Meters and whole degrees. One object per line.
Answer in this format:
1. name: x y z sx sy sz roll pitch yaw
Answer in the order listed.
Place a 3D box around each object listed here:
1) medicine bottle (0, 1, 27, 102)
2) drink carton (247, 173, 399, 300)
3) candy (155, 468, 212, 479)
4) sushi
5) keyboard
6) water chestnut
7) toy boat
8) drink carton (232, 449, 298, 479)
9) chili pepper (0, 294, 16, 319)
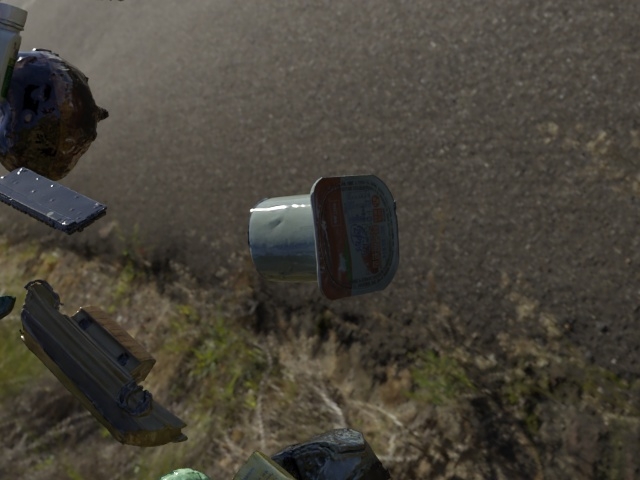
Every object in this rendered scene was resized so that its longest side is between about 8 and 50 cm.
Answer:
1. medicine bottle: -0.615 -0.359 1.756 0.119 0.069 0.183 -151 76 -77
2. drink carton: 0.000 0.000 1.465 0.190 0.191 0.185 -9 91 45
3. candy: -0.372 0.459 1.554 0.119 0.440 0.119 -7 81 53
4. sushi: -0.023 0.394 1.628 0.134 0.109 0.273 -26 12 -39
5. keyboard: -0.400 -0.058 1.333 0.231 0.023 0.072 22 44 38
6. water chestnut: -0.595 -0.280 2.039 0.300 0.300 0.300 -39 31 29
7. toy boat: -0.435 0.252 1.845 0.162 0.445 0.136 -37 -23 -31
8. drink carton: -0.056 0.426 1.495 0.084 0.074 0.200 -50 42 -13
9. chili pepper: -0.494 0.082 1.261 0.050 0.182 0.073 3 69 21
